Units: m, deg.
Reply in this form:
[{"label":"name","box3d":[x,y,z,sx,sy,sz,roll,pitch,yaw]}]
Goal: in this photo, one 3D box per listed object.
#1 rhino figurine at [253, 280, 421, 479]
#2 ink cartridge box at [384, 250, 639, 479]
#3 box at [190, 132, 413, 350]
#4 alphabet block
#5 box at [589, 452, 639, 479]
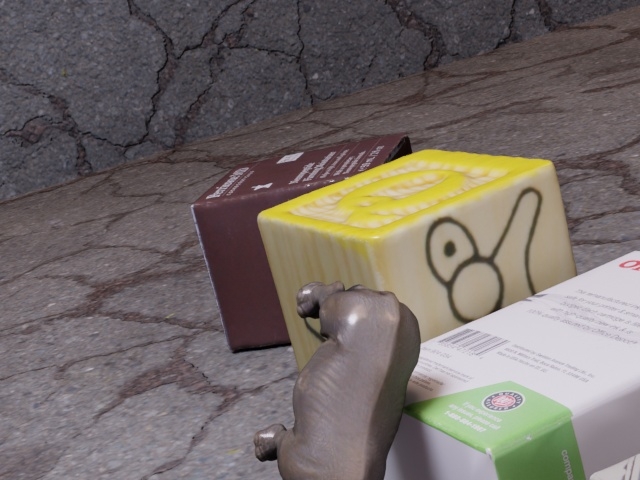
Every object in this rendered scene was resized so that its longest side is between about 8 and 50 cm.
[{"label":"rhino figurine","box3d":[0.005,0.140,0.873,0.073,0.243,0.106,22,-17,-25]},{"label":"ink cartridge box","box3d":[0.187,0.115,0.948,0.273,0.115,0.198,-21,17,-22]},{"label":"box","box3d":[0.000,0.000,1.430,0.203,0.167,0.168,-9,16,17]},{"label":"alphabet block","box3d":[0.088,0.048,1.122,0.192,0.197,0.193,-22,17,-29]},{"label":"box","box3d":[0.242,0.189,0.645,0.094,0.113,0.275,-19,14,-14]}]
